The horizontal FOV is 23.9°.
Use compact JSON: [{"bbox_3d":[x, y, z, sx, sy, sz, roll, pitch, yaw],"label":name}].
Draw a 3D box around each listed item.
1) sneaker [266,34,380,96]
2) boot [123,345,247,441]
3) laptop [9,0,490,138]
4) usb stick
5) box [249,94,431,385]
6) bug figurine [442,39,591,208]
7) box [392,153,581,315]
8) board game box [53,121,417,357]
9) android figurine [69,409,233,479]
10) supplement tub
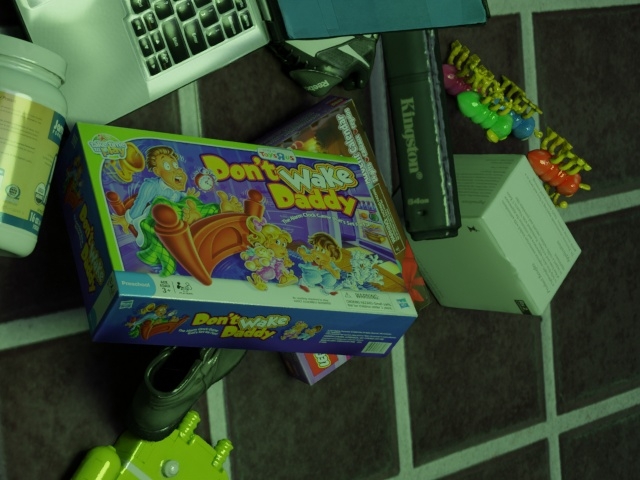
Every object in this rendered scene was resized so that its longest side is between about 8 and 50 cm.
[{"bbox_3d":[-0.014,-0.228,1.819,0.234,0.078,0.106,5,87,-45],"label":"sneaker"},{"bbox_3d":[-0.121,0.106,1.665,0.083,0.161,0.246,34,56,1],"label":"boot"},{"bbox_3d":[-0.100,-0.323,1.492,0.408,0.236,0.382,-29,120,-19],"label":"laptop"},{"bbox_3d":[0.123,-0.139,1.852,0.045,0.077,0.278,-11,94,-59],"label":"usb stick"},{"bbox_3d":[0.000,0.000,1.832,0.201,0.057,0.293,-33,115,-22],"label":"box"},{"bbox_3d":[0.246,-0.157,1.998,0.216,0.279,0.072,35,105,-24],"label":"bug figurine"},{"bbox_3d":[0.209,-0.009,1.967,0.119,0.182,0.181,-53,125,-28],"label":"box"},{"bbox_3d":[-0.091,0.002,1.612,0.347,0.078,0.233,5,47,-31],"label":"board game box"},{"bbox_3d":[-0.193,0.322,1.704,0.248,0.056,0.273,48,63,-33],"label":"android figurine"},{"bbox_3d":[-0.331,-0.094,1.489,0.144,0.144,0.199,19,80,-42],"label":"supplement tub"}]
